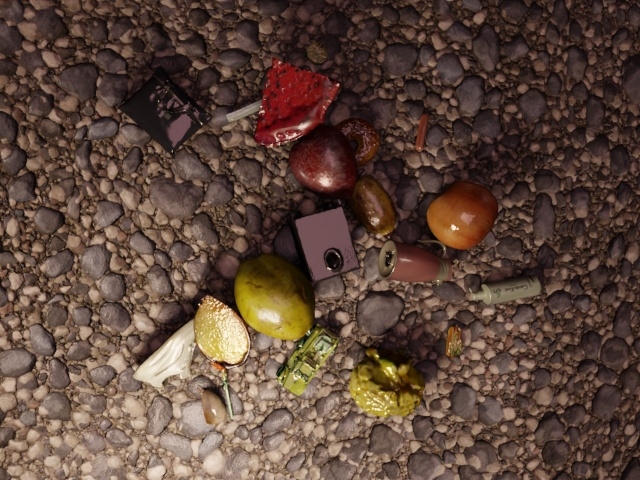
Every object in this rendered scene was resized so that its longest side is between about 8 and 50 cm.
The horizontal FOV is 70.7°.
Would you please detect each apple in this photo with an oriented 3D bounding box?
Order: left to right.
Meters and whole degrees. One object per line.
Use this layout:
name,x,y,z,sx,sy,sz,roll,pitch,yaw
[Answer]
apple,0.513,-0.098,1.648,0.254,0.253,0.253,0,91,-8

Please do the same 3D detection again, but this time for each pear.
pear,-0.153,0.192,1.538,0.269,0.269,0.321,-33,85,-7

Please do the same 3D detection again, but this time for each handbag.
handbag,-0.534,-0.446,1.564,0.254,0.089,0.211,43,90,-7

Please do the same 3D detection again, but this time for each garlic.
garlic,-0.385,0.592,1.604,0.084,0.066,0.151,-14,97,2

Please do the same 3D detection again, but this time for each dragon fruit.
dragon fruit,-0.129,-0.475,1.543,0.240,0.302,0.330,35,101,-27

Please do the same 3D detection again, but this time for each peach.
peach,-0.334,0.303,1.532,0.189,0.068,0.278,-12,103,4

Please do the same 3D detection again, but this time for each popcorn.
popcorn,0.236,0.513,1.622,0.258,0.224,0.270,-41,87,-22

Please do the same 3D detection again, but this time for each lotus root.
lotus root,0.195,-0.119,1.653,0.145,0.128,0.260,-32,92,7

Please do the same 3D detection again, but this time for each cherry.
cherry,0.015,-0.267,1.573,0.230,0.203,0.300,-38,87,18

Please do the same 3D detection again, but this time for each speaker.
speaker,0.000,0.000,1.573,0.184,0.232,0.253,-17,94,-9

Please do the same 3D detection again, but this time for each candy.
candy,-0.344,0.508,1.620,0.084,0.078,0.287,-2,101,22

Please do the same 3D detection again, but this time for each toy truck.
toy truck,-0.048,0.435,1.621,0.128,0.135,0.259,39,89,-6

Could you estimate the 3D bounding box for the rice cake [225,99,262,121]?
rice cake,-0.257,-0.477,1.631,0.180,0.030,0.042,-25,99,-7

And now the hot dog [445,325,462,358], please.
hot dog,0.519,0.394,1.747,0.057,0.041,0.132,10,89,-8

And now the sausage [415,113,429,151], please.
sausage,0.388,-0.412,1.725,0.030,0.035,0.146,9,88,24

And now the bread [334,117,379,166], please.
bread,0.126,-0.366,1.673,0.194,0.064,0.193,-1,94,-8

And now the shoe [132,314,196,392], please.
shoe,-0.487,0.403,1.567,0.316,0.124,0.159,-41,95,0

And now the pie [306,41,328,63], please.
pie,-0.010,-0.692,1.671,0.085,0.017,0.084,0,90,-9

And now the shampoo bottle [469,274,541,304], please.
shampoo bottle,0.713,0.195,1.752,0.263,0.085,0.085,-10,92,-8

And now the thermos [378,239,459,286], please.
thermos,0.366,0.077,1.675,0.265,0.146,0.176,8,97,-17
